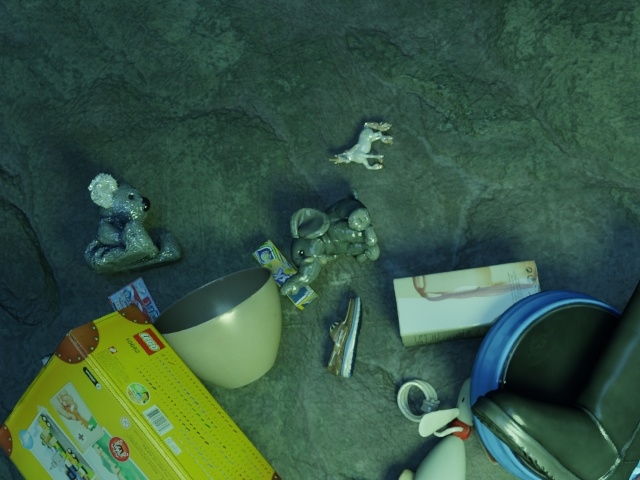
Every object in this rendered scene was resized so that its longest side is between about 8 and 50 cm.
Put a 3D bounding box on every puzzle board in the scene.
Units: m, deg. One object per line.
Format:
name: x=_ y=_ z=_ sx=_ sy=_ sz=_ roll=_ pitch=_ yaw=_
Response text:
puzzle board: x=-0.446 y=0.164 z=1.713 sx=0.096 sy=0.011 sz=0.128 roll=-32 pitch=71 yaw=-1

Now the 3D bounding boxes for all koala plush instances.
koala plush: x=-0.472 y=-0.042 z=1.690 sx=0.203 sy=0.196 sz=0.221 roll=-17 pitch=75 yaw=15

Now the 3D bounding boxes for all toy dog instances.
toy dog: x=0.256 y=0.435 z=1.437 sx=0.220 sy=0.161 sz=0.333 roll=2 pitch=74 yaw=10

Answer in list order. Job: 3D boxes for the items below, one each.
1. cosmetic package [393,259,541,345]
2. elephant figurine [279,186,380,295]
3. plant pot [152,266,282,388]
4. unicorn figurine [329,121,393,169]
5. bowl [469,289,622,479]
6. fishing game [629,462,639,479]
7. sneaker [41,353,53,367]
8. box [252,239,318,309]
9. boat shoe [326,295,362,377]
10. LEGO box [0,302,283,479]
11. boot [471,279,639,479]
cosmetic package: x=0.313 y=0.137 z=1.522 sx=0.296 sy=0.153 sz=0.129 roll=-8 pitch=72 yaw=5
elephant figurine: x=0.000 y=0.000 z=1.604 sx=0.240 sy=0.186 sz=0.169 roll=-18 pitch=99 yaw=-1
plant pot: x=-0.197 y=0.207 z=1.550 sx=0.284 sy=0.284 sz=0.190 roll=-24 pitch=105 yaw=2
unicorn figurine: x=0.105 y=-0.219 z=1.714 sx=0.111 sy=0.060 sz=0.162 roll=20 pitch=62 yaw=15
bowl: x=0.483 y=0.292 z=1.389 sx=0.391 sy=0.077 sz=0.391 roll=0 pitch=90 yaw=-18
fishing game: x=0.682 y=0.498 z=1.413 sx=0.264 sy=0.041 sz=0.189 roll=-35 pitch=69 yaw=-2
sneaker: x=-0.508 y=0.344 z=1.638 sx=0.297 sy=0.111 sz=0.129 roll=10 pitch=92 yaw=16
box: x=-0.082 y=0.080 z=1.651 sx=0.054 sy=0.059 sz=0.169 roll=-42 pitch=72 yaw=-2
boat shoe: x=0.051 y=0.210 z=1.587 sx=0.066 sy=0.066 sz=0.183 roll=8 pitch=75 yaw=13
LEGO box: x=-0.363 y=0.441 z=1.406 sx=0.500 sy=0.193 sz=0.372 roll=48 pitch=118 yaw=10
boot: x=0.515 y=0.226 z=1.274 sx=0.367 sy=0.146 sz=0.445 roll=42 pitch=84 yaw=-25
